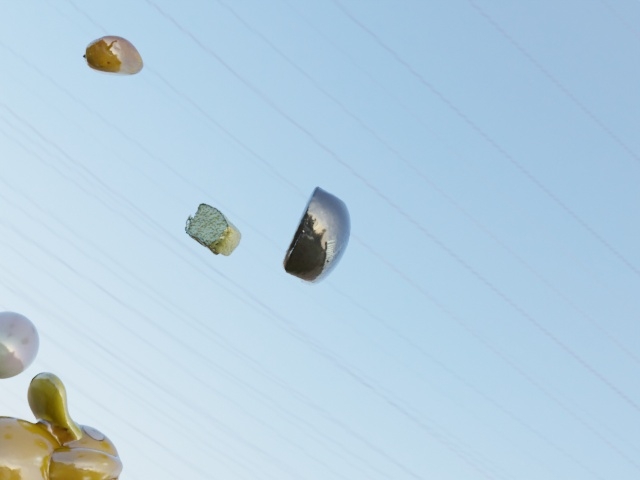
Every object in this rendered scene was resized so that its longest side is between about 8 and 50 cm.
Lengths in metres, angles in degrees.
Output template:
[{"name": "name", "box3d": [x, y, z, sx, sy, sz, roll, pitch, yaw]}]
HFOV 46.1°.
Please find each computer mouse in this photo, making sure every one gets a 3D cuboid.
[{"name": "computer mouse", "box3d": [0.000, 0.000, 1.392, 0.100, 0.170, 0.269, 25, -3, 1]}]

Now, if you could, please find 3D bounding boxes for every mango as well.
[{"name": "mango", "box3d": [-0.361, -0.320, 1.320, 0.080, 0.114, 0.061, -17, -98, 38]}]

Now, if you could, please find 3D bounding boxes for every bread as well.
[{"name": "bread", "box3d": [-0.261, -0.020, 1.913, 0.110, 0.103, 0.156, 37, 1, -45]}]

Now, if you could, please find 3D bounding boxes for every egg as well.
[{"name": "egg", "box3d": [-0.497, 0.165, 1.184, 0.103, 0.103, 0.135, 44, -2, -18]}]

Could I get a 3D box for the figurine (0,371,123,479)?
[{"name": "figurine", "box3d": [-0.387, 0.295, 0.985, 0.215, 0.228, 0.215, 15, -64, 33]}]
